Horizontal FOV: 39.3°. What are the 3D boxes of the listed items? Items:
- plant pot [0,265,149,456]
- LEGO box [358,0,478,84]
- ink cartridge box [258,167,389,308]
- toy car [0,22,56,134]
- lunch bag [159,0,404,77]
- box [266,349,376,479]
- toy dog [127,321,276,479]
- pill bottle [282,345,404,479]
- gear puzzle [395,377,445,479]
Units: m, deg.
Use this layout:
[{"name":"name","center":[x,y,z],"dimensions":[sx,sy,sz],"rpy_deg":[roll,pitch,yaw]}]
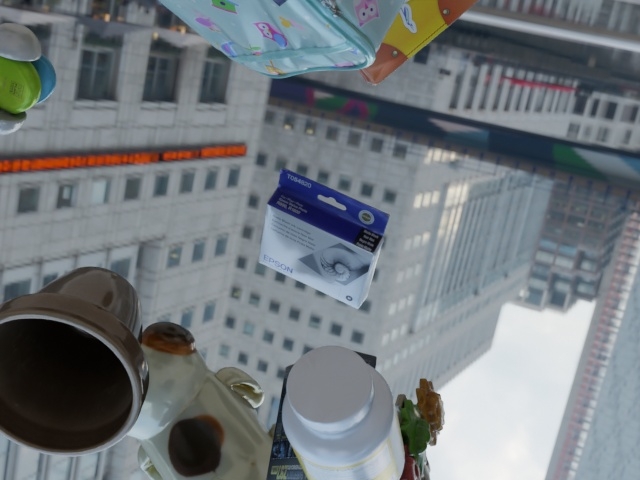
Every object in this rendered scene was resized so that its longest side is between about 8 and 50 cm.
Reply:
[{"name":"plant pot","center":[-0.375,0.158,1.366],"dimensions":[0.263,0.262,0.229],"rpy_deg":[11,-153,-1]},{"name":"LEGO box","center":[-0.020,-0.493,1.273],"dimensions":[0.500,0.193,0.372],"rpy_deg":[48,-167,-14]},{"name":"ink cartridge box","center":[0.000,0.000,1.639],"dimensions":[0.223,0.223,0.045],"rpy_deg":[24,-134,13]},{"name":"toy car","center":[-0.464,-0.252,1.301],"dimensions":[0.182,0.159,0.136],"rpy_deg":[27,-155,15]},{"name":"lunch bag","center":[-0.053,-0.271,0.979],"dimensions":[0.224,0.107,0.279],"rpy_deg":[38,165,-33]},{"name":"box","center":[-0.003,0.254,1.223],"dimensions":[0.059,0.183,0.233],"rpy_deg":[16,161,-16]},{"name":"toy dog","center":[-0.232,0.345,1.583],"dimensions":[0.408,0.284,0.395],"rpy_deg":[46,-171,7]},{"name":"pill bottle","center":[0.021,0.172,0.833],"dimensions":[0.103,0.184,0.103],"rpy_deg":[-5,-125,7]},{"name":"gear puzzle","center":[0.118,0.282,1.038],"dimensions":[0.044,0.175,0.339],"rpy_deg":[-9,-158,19]}]
